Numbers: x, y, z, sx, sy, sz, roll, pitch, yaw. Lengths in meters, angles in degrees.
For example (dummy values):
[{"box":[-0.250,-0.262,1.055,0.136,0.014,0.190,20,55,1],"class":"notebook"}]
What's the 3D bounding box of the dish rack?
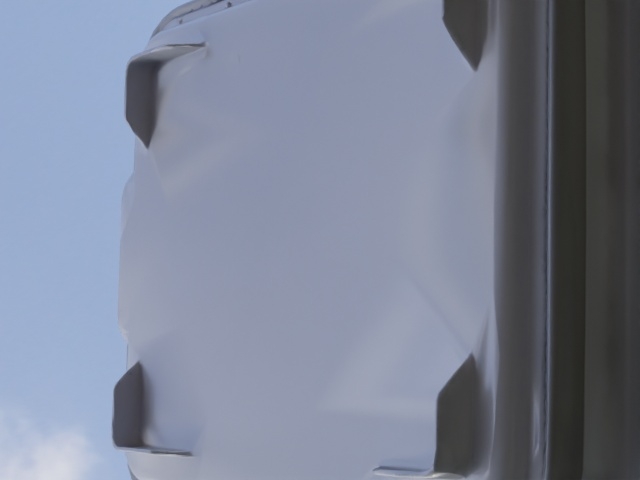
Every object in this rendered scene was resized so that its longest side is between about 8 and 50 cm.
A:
[{"box":[0.000,0.000,0.647,0.072,0.333,0.285,5,-97,-36],"class":"dish rack"}]
